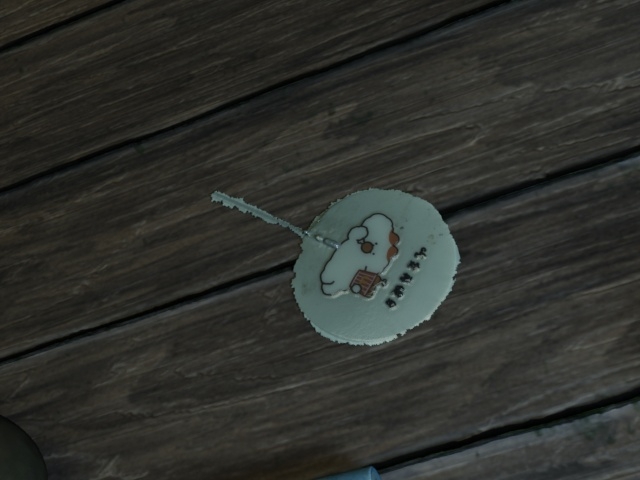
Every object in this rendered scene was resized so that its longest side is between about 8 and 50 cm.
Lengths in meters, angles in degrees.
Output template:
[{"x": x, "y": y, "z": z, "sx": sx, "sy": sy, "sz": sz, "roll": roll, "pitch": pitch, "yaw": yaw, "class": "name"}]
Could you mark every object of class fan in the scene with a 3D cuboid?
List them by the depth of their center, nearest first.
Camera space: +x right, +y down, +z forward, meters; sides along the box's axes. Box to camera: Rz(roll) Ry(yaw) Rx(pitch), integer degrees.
[{"x": 0.000, "y": 0.000, "z": 1.037, "sx": 0.329, "sy": 0.009, "sz": 0.191, "roll": 25, "pitch": 76, "yaw": 28, "class": "fan"}]

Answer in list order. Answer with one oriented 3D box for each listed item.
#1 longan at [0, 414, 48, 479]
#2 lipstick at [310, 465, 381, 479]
[{"x": -0.391, "y": 0.284, "z": 0.920, "sx": 0.248, "sy": 0.248, "sz": 0.248, "roll": -8, "pitch": 62, "yaw": 16, "class": "longan"}, {"x": -0.070, "y": 0.286, "z": 0.889, "sx": 0.274, "sy": 0.061, "sz": 0.068, "roll": -20, "pitch": 62, "yaw": 10, "class": "lipstick"}]
